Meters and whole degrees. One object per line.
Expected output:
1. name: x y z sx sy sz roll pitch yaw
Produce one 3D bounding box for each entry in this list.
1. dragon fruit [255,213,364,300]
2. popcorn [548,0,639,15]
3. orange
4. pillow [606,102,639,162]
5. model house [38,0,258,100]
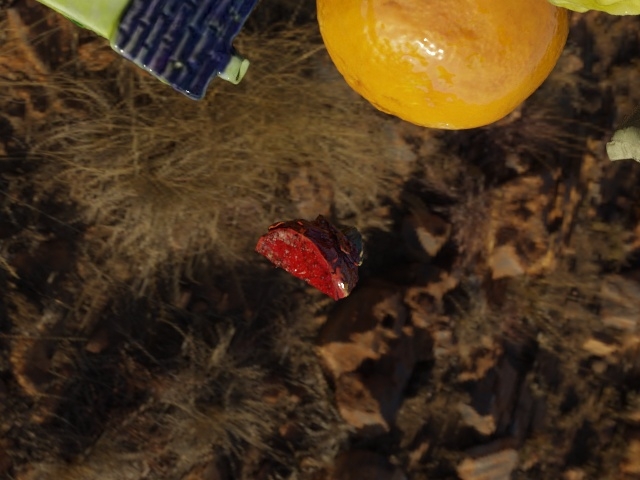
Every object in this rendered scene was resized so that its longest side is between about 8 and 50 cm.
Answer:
1. dragon fruit: 0.000 0.000 1.368 0.106 0.162 0.083 -25 127 -38
2. popcorn: 0.195 -0.249 0.633 0.195 0.256 0.255 12 130 -13
3. orange: 0.118 -0.237 0.971 0.261 0.261 0.261 -7 101 -34
4. pillow: 0.396 -0.157 1.080 0.208 0.119 0.053 -46 110 3
5. model house: -0.125 -0.243 0.881 0.211 0.170 0.194 32 93 8
